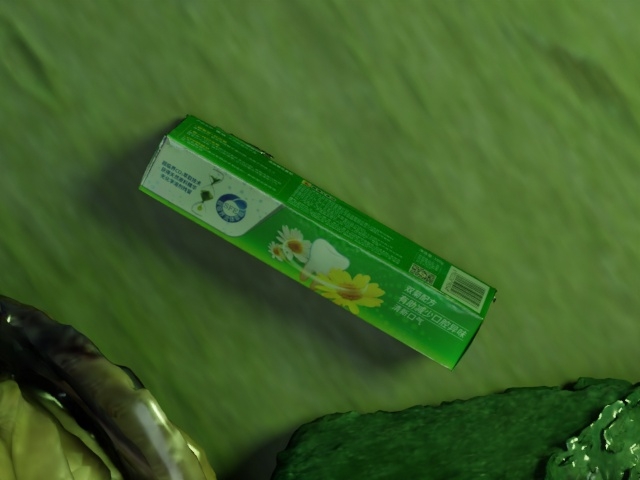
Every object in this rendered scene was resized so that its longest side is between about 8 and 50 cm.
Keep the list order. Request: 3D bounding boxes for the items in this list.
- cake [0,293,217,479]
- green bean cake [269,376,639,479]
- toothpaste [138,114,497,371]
[{"bbox_3d":[-0.202,0.184,0.896,0.332,0.332,0.321,13,75,9],"label":"cake"},{"bbox_3d":[0.065,0.158,0.834,0.193,0.208,0.107,-8,110,18],"label":"green bean cake"},{"bbox_3d":[0.000,0.000,0.878,0.178,0.043,0.037,30,116,2],"label":"toothpaste"}]
